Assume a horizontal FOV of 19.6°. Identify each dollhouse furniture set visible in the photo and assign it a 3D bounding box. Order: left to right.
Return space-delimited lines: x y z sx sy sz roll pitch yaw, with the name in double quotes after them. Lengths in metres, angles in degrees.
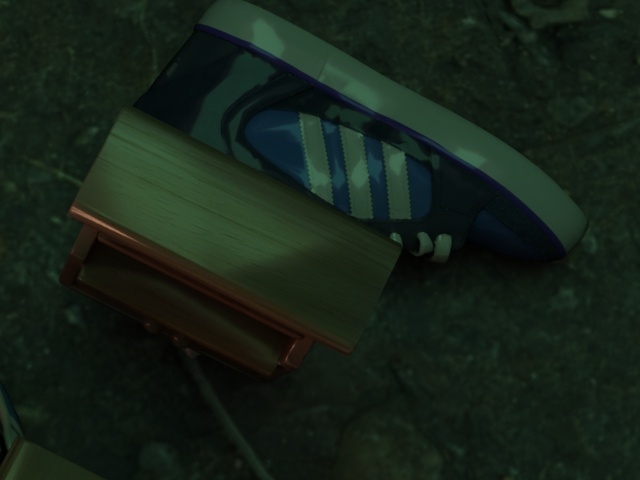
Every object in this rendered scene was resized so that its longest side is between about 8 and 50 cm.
-0.133 0.156 1.069 0.362 0.256 0.394 27 77 -5 "dollhouse furniture set"

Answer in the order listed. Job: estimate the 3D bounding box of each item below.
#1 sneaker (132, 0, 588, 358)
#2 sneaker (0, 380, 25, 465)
0.000 0.000 1.310 0.323 0.130 0.236 30 85 -6 "sneaker"
-0.218 0.177 1.215 0.085 0.086 0.237 -21 71 -16 "sneaker"
